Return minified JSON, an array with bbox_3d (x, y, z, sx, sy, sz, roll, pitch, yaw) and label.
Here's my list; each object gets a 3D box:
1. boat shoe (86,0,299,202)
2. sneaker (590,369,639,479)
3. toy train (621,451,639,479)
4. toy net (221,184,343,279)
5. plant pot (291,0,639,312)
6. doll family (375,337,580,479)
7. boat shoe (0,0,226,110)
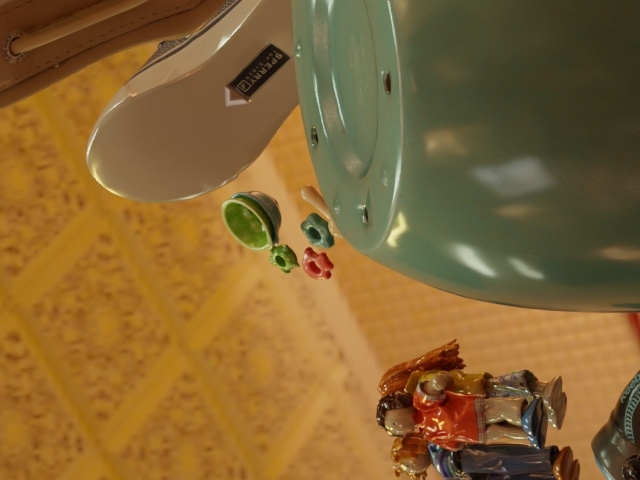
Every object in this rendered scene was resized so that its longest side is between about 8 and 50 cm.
[{"bbox_3d":[-0.062,-0.168,1.656,0.127,0.340,0.158,39,-141,-23],"label":"boat shoe"},{"bbox_3d":[0.401,0.167,1.614,0.341,0.139,0.125,9,-150,-20],"label":"sneaker"},{"bbox_3d":[0.219,0.084,1.119,0.158,0.036,0.027,-62,-9,5],"label":"toy train"},{"bbox_3d":[0.000,0.000,2.032,0.045,0.232,0.122,-40,-61,-34],"label":"toy net"},{"bbox_3d":[0.119,-0.097,0.949,0.235,0.293,0.293,-8,-95,-15],"label":"plant pot"},{"bbox_3d":[0.130,0.172,1.658,0.263,0.163,0.118,71,-150,-42],"label":"doll family"},{"bbox_3d":[-0.160,-0.042,0.588,0.103,0.302,0.113,56,-174,-28],"label":"boat shoe"}]
